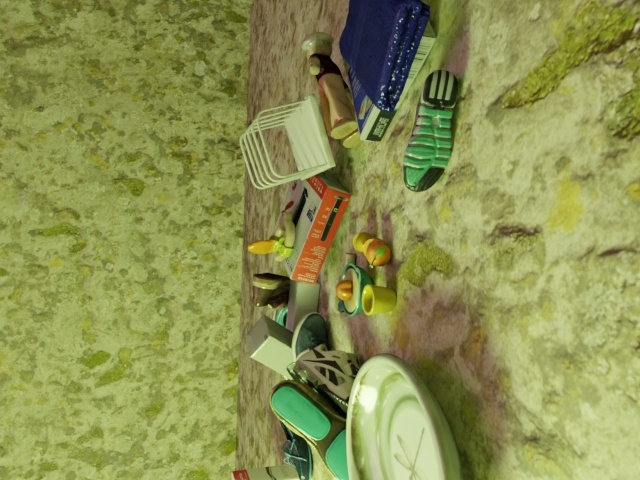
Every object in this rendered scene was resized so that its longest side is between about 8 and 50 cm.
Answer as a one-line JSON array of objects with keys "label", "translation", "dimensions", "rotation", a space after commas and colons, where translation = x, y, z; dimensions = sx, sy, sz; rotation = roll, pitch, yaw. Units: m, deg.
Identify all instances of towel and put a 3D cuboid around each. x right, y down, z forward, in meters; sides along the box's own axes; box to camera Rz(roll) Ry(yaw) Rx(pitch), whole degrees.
[{"label": "towel", "translation": [0.123, -0.434, 1.020], "dimensions": [0.308, 0.076, 0.228], "rotation": [-108, 21, -44]}]

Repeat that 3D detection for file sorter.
[{"label": "file sorter", "translation": [-0.104, -0.258, 1.376], "dimensions": [0.277, 0.173, 0.193], "rotation": [178, 74, -72]}]

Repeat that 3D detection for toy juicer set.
[{"label": "toy juicer set", "translation": [0.081, 0.087, 1.243], "dimensions": [0.329, 0.089, 0.209], "rotation": [149, 122, -70]}]

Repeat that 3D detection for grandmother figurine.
[{"label": "grandmother figurine", "translation": [0.024, -0.427, 1.332], "dimensions": [0.208, 0.104, 0.342], "rotation": [35, -145, -63]}]

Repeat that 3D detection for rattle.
[{"label": "rattle", "translation": [-0.151, -0.043, 1.519], "dimensions": [0.130, 0.142, 0.200], "rotation": [119, 153, -66]}]

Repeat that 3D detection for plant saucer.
[{"label": "plant saucer", "translation": [0.162, 0.412, 0.911], "dimensions": [0.400, 0.100, 0.401], "rotation": [-178, 90, -71]}]

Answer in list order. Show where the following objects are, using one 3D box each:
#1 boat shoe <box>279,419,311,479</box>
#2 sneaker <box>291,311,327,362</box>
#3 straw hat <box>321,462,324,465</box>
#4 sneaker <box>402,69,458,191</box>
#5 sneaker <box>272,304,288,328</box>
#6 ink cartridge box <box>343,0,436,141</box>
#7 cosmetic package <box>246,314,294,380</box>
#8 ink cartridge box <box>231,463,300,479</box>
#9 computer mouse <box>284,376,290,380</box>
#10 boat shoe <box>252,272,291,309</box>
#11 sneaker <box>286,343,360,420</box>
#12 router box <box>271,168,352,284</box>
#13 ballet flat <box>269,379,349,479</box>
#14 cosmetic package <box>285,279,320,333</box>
[{"label": "boat shoe", "translation": [-0.093, 0.718, 1.702], "dimensions": [0.258, 0.089, 0.109], "rotation": [-117, 33, -57]}, {"label": "sneaker", "translation": [-0.003, 0.383, 1.452], "dimensions": [0.148, 0.131, 0.350], "rotation": [-18, 63, 49]}, {"label": "straw hat", "translation": [0.068, 0.538, 1.249], "dimensions": [0.061, 0.144, 0.144], "rotation": [39, 138, 17]}, {"label": "sneaker", "translation": [0.209, -0.205, 0.938], "dimensions": [0.098, 0.083, 0.224], "rotation": [-72, -5, -73]}, {"label": "sneaker", "translation": [-0.139, 0.372, 1.897], "dimensions": [0.110, 0.107, 0.275], "rotation": [-7, 81, 63]}, {"label": "ink cartridge box", "translation": [0.145, -0.448, 1.164], "dimensions": [0.304, 0.072, 0.307], "rotation": [116, 154, -54]}, {"label": "cosmetic package", "translation": [-0.113, 0.352, 1.567], "dimensions": [0.107, 0.238, 0.127], "rotation": [-50, 25, 10]}, {"label": "ink cartridge box", "translation": [-0.200, 0.919, 1.773], "dimensions": [0.100, 0.237, 0.172], "rotation": [-157, 71, -69]}, {"label": "computer mouse", "translation": [-0.076, 0.480, 1.641], "dimensions": [0.193, 0.042, 0.106], "rotation": [54, 167, -3]}, {"label": "boat shoe", "translation": [-0.162, 0.185, 1.756], "dimensions": [0.342, 0.123, 0.123], "rotation": [15, -95, -79]}, {"label": "sneaker", "translation": [0.062, 0.346, 1.219], "dimensions": [0.330, 0.146, 0.122], "rotation": [24, 145, 47]}, {"label": "router box", "translation": [-0.040, -0.071, 1.562], "dimensions": [0.301, 0.082, 0.335], "rotation": [-68, 23, 16]}, {"label": "ballet flat", "translation": [0.028, 0.453, 1.149], "dimensions": [0.348, 0.123, 0.123], "rotation": [40, 142, 12]}, {"label": "cosmetic package", "translation": [-0.063, 0.241, 1.694], "dimensions": [0.117, 0.085, 0.231], "rotation": [-145, 62, -71]}]
